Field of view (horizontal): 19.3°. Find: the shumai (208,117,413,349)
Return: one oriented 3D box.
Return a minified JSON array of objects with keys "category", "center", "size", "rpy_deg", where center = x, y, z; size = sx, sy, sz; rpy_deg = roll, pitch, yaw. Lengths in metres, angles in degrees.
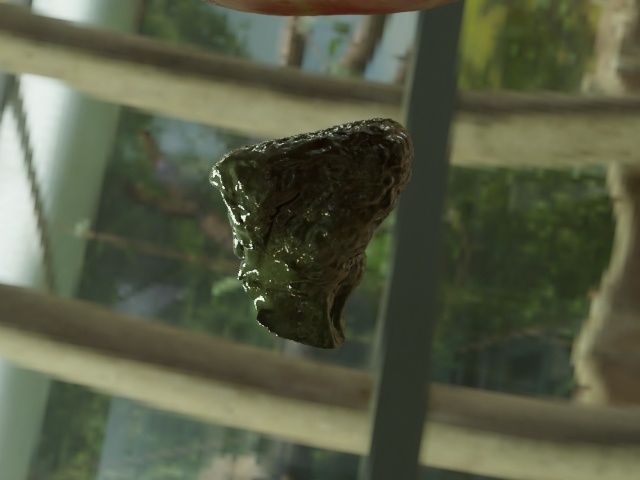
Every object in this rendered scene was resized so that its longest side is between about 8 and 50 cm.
[{"category":"shumai","center":[0.000,0.000,0.685],"size":[0.083,0.082,0.080],"rpy_deg":[-14,-90,-62]}]

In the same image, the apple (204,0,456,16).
[{"category":"apple","center":[0.009,-0.165,0.513],"size":[0.164,0.209,0.209],"rpy_deg":[-76,-4,-80]}]
